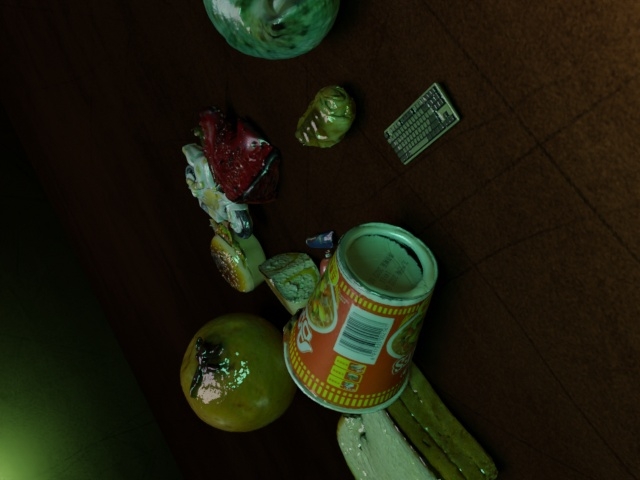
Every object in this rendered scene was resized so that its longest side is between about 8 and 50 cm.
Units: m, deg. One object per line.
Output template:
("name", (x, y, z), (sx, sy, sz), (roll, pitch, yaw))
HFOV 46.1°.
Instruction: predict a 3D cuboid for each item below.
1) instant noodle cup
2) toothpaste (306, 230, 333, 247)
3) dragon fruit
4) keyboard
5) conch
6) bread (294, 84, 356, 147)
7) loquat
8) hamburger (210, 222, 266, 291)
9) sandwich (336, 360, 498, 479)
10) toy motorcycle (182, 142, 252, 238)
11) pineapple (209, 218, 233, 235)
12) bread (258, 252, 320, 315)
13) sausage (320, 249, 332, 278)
("instant noodle cup", (0.058, 0.091, 0.991), (0.193, 0.193, 0.212), (50, 143, 28))
("toothpaste", (0.000, 0.000, 1.175), (0.083, 0.019, 0.027), (-5, 84, 61))
("dragon fruit", (-0.151, -0.147, 1.242), (0.192, 0.092, 0.122), (56, 152, 18))
("keyboard", (0.113, -0.130, 0.857), (0.049, 0.015, 0.129), (62, 153, 5))
("conch", (-0.056, -0.302, 0.908), (0.188, 0.122, 0.176), (50, 130, 23))
("bread", (0.010, -0.158, 0.980), (0.110, 0.060, 0.066), (139, 133, -62))
("loquat", (-0.160, 0.253, 1.452), (0.244, 0.244, 0.244), (42, 146, 38))
("hamburger", (-0.159, 0.032, 1.423), (0.126, 0.081, 0.141), (40, 146, 40))
("sandwich", (0.125, 0.320, 1.134), (0.249, 0.095, 0.273), (51, 151, 29))
("toy motorcycle", (-0.188, -0.105, 1.372), (0.229, 0.074, 0.151), (44, 145, 39))
("pineapple", (-0.197, -0.024, 1.516), (0.083, 0.019, 0.045), (14, 122, 54))
("bread", (-0.039, 0.080, 1.240), (0.157, 0.083, 0.094), (25, 136, 68))
("sausage", (0.020, 0.139, 1.183), (0.034, 0.034, 0.253), (9, 105, 59))
